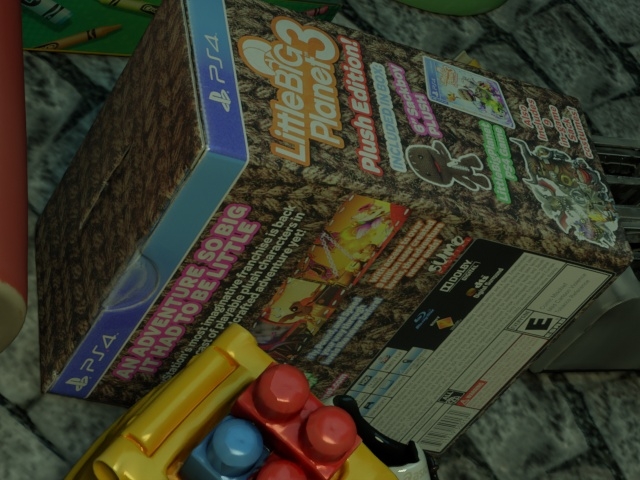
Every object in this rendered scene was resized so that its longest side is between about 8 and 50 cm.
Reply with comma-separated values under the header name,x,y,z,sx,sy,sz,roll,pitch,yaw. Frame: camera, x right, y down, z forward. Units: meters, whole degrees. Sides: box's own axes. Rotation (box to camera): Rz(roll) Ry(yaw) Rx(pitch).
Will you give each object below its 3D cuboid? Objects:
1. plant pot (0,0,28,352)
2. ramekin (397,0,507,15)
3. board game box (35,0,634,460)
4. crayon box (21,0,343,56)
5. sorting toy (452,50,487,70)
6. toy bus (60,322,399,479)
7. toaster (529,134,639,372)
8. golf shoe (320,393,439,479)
name,x,y,z,sx,sy,sz,roll,pitch,yaw
plant pot,-0.273,-0.051,0.837,0.275,0.275,0.243,1,63,-36
ramekin,0.096,-0.368,1.478,0.303,0.148,0.303,20,43,-20
board game box,0.000,0.000,0.995,0.291,0.232,0.141,14,45,-27
crayon box,-0.139,-0.225,1.220,0.278,0.081,0.165,-1,54,-37
sorting toy,0.133,-0.132,1.388,0.062,0.012,0.083,41,39,3
toy bus,-0.018,0.152,0.831,0.220,0.211,0.149,43,58,3
toaster,0.223,0.015,1.241,0.185,0.110,0.168,3,52,-35
golf shoe,0.048,0.179,0.970,0.198,0.094,0.077,44,39,5
